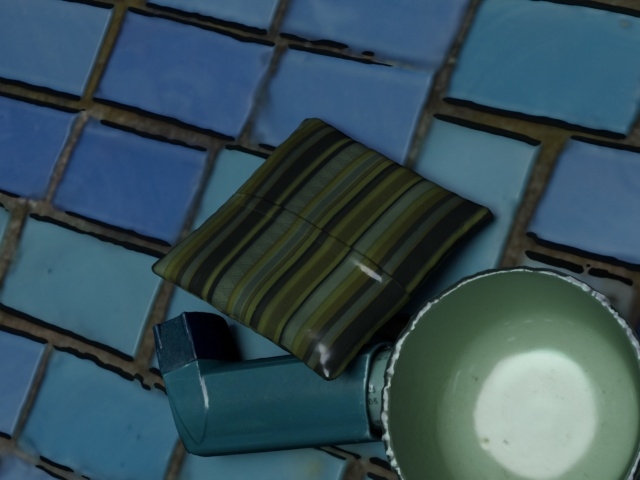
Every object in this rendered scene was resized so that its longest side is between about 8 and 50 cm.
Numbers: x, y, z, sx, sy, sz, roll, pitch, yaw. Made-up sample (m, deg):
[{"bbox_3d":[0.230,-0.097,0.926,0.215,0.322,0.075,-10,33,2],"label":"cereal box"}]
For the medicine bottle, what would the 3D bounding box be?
[{"bbox_3d":[-0.022,0.116,1.365,0.258,0.079,0.124,-6,75,27],"label":"medicine bottle"}]

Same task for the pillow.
[{"bbox_3d":[0.000,0.000,1.357,0.212,0.052,0.208,30,63,32],"label":"pillow"}]

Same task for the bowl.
[{"bbox_3d":[0.161,0.131,1.234,0.211,0.112,0.211,-5,76,23],"label":"bowl"}]
